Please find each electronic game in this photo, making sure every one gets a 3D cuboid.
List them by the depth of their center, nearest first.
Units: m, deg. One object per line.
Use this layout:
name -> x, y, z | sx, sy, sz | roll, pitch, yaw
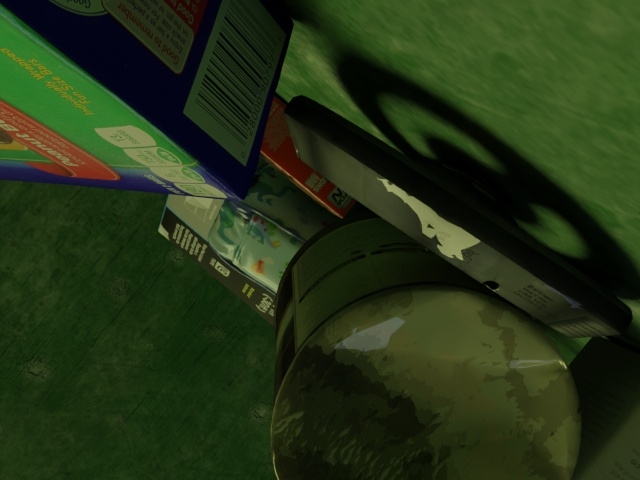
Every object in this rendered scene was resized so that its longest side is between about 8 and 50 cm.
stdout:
electronic game -> 0.077, -0.015, 0.503 | 0.229, 0.048, 0.229 | 34, -175, -3

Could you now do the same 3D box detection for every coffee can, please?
coffee can -> 0.062, 0.097, 0.682 | 0.201, 0.201, 0.275 | 39, -173, -9

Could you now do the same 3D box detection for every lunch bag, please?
lunch bag -> 0.000, 0.000, 0.955 | 0.219, 0.090, 0.176 | 32, -152, 8

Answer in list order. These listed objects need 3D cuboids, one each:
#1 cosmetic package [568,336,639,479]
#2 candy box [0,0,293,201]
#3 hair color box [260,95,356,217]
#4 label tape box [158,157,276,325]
cosmetic package -> 0.183, 0.189, 0.637 | 0.085, 0.231, 0.117 | 39, 180, -9
candy box -> -0.217, -0.132, 0.431 | 0.317, 0.122, 0.268 | 8, 163, 29
hair color box -> -0.036, -0.097, 0.852 | 0.167, 0.053, 0.093 | 38, 180, -17
label tape box -> -0.042, 0.008, 1.173 | 0.348, 0.115, 0.249 | 40, 149, 4
